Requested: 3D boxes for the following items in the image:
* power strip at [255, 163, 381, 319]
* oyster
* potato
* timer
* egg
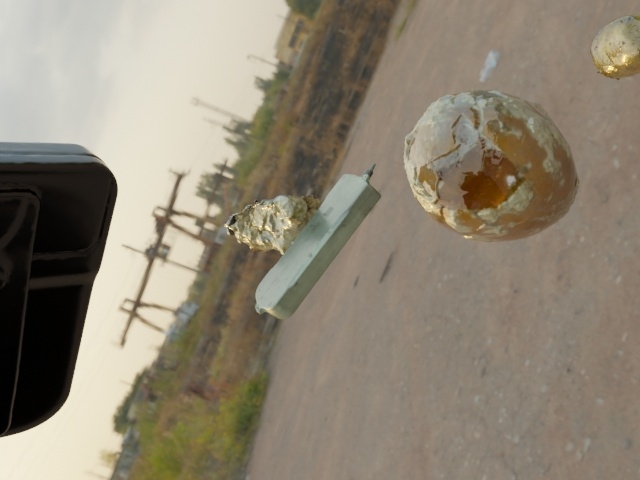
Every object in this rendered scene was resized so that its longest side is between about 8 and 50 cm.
[{"bbox_3d":[0.000,0.000,0.978,0.227,0.029,0.080,-53,24,-1],"label":"power strip"},{"bbox_3d":[-0.052,-0.015,1.079,0.191,0.163,0.081,71,-161,-68],"label":"oyster"},{"bbox_3d":[0.265,-0.168,0.703,0.040,0.051,0.083,-34,5,-9],"label":"potato"},{"bbox_3d":[-0.192,0.038,0.441,0.055,0.144,0.187,38,120,38],"label":"timer"},{"bbox_3d":[0.218,-0.091,1.030,0.195,0.233,0.195,-54,17,25],"label":"egg"}]
